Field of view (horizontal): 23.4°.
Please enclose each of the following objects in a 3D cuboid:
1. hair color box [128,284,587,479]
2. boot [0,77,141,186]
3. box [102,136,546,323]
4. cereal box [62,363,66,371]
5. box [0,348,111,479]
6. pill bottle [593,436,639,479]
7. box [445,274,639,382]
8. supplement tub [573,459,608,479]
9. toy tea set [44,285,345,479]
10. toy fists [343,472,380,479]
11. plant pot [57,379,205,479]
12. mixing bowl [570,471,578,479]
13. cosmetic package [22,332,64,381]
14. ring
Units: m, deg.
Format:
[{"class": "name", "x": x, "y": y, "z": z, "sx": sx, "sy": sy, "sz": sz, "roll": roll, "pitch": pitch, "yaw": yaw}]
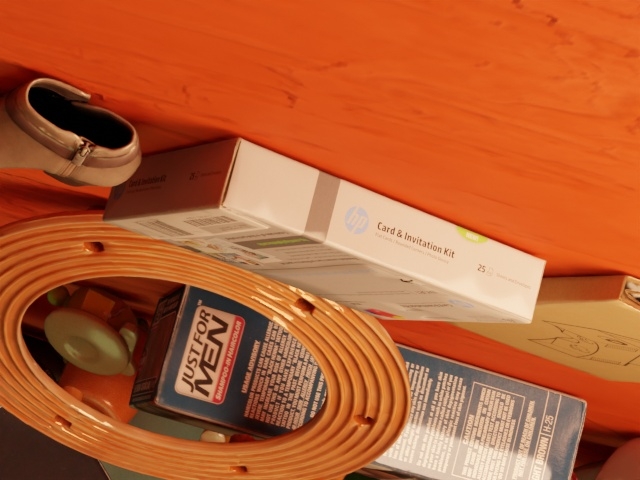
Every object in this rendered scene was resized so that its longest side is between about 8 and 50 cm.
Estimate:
[{"class": "hair color box", "x": 0.026, "y": 0.138, "z": 1.297, "sx": 0.347, "sy": 0.105, "sz": 0.174, "roll": 18, "pitch": 169, "yaw": -11}, {"class": "boot", "x": -0.141, "y": -0.056, "z": 0.721, "sx": 0.118, "sy": 0.042, "sz": 0.087, "roll": 17, "pitch": 163, "yaw": -16}, {"class": "box", "x": 0.000, "y": 0.000, "z": 0.802, "sx": 0.186, "sy": 0.038, "sz": 0.145, "roll": 22, "pitch": 168, "yaw": -27}, {"class": "cereal box", "x": -0.198, "y": 0.192, "z": 2.036, "sx": 0.240, "sy": 0.047, "sz": 0.173, "roll": 22, "pitch": 167, "yaw": -33}, {"class": "box", "x": -0.352, "y": 0.250, "z": 1.673, "sx": 0.296, "sy": 0.182, "sz": 0.294, "roll": 26, "pitch": 145, "yaw": 56}, {"class": "pill bottle", "x": 0.445, "y": 0.335, "z": 1.397, "sx": 0.407, "sy": 0.229, "sz": 0.229, "roll": 16, "pitch": 169, "yaw": -6}, {"class": "box", "x": 0.171, "y": 0.055, "z": 0.892, "sx": 0.164, "sy": 0.021, "sz": 0.201, "roll": 20, "pitch": 169, "yaw": -26}, {"class": "supplement tub", "x": 0.339, "y": 0.368, "z": 1.691, "sx": 0.235, "sy": 0.235, "sz": 0.325, "roll": 11, "pitch": 168, "yaw": 23}, {"class": "toy tea set", "x": -0.105, "y": 0.136, "z": 1.473, "sx": 0.336, "sy": 0.124, "sz": 0.200, "roll": 27, "pitch": 142, "yaw": 2}, {"class": "toy fists", "x": 0.124, "y": 0.287, "z": 1.885, "sx": 0.279, "sy": 0.096, "sz": 0.142, "roll": 1, "pitch": 160, "yaw": -9}, {"class": "plant pot", "x": -0.209, "y": 0.243, "z": 1.845, "sx": 0.165, "sy": 0.165, "sz": 0.234, "roll": 36, "pitch": 160, "yaw": 52}, {"class": "mixing bowl", "x": 0.187, "y": 0.234, "z": 1.497, "sx": 0.181, "sy": 0.098, "sz": 0.181, "roll": 51, "pitch": 177, "yaw": 4}, {"class": "cosmetic package", "x": -0.436, "y": 0.189, "z": 2.030, "sx": 0.153, "sy": 0.129, "sz": 0.296, "roll": 34, "pitch": -176, "yaw": 40}, {"class": "ring", "x": -0.101, "y": 0.080, "z": 1.081, "sx": 0.336, "sy": 0.032, "sz": 0.337, "roll": 8, "pitch": 145, "yaw": 6}]
